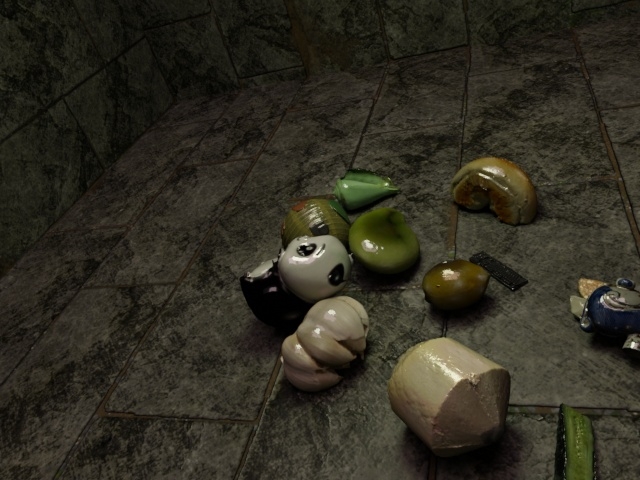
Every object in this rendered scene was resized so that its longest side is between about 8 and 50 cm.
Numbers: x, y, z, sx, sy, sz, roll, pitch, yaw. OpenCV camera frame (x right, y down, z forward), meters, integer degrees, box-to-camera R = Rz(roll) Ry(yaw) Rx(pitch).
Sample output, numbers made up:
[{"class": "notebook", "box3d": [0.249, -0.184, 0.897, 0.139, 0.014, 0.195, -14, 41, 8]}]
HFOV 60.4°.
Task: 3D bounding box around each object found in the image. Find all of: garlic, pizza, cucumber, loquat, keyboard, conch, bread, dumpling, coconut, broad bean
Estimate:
[{"class": "garlic", "box3d": [0.027, 0.268, 1.487, 0.203, 0.185, 0.281, 31, 53, 22]}, {"class": "pizza", "box3d": [0.731, 0.134, 1.467, 0.078, 0.025, 0.083, -11, 42, 19]}, {"class": "cucumber", "box3d": [0.513, 0.442, 1.125, 0.078, 0.062, 0.211, 26, 39, 3]}, {"class": "loquat", "box3d": [0.380, 0.123, 1.546, 0.195, 0.152, 0.152, -25, 33, 14]}, {"class": "keyboard", "box3d": [0.527, 0.086, 1.640, 0.060, 0.018, 0.195, -26, 36, -15]}, {"class": "conch", "box3d": [0.164, -0.212, 2.116, 0.250, 0.137, 0.143, -27, 34, -12]}, {"class": "bread", "box3d": [0.578, -0.193, 1.844, 0.171, 0.192, 0.314, -40, 39, -25]}, {"class": "dumpling", "box3d": [0.680, 0.179, 1.420, 0.052, 0.057, 0.076, -67, 24, 7]}, {"class": "coconut", "box3d": [0.293, 0.349, 1.205, 0.239, 0.239, 0.244, -35, 37, -22]}, {"class": "broad bean", "box3d": [0.208, -0.001, 1.776, 0.238, 0.119, 0.291, 21, 38, 1]}]

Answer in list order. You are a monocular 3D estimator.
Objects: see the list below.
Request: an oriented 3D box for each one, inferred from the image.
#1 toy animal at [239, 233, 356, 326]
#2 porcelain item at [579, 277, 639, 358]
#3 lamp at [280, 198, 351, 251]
[{"class": "toy animal", "box3d": [-0.053, 0.109, 1.638, 0.310, 0.251, 0.251, -26, 30, 24]}, {"class": "porcelain item", "box3d": [0.757, 0.211, 1.276, 0.288, 0.138, 0.186, 19, 67, 37]}, {"class": "lamp", "box3d": [0.000, 0.000, 1.828, 0.250, 0.250, 0.284, -28, 58, -13]}]
